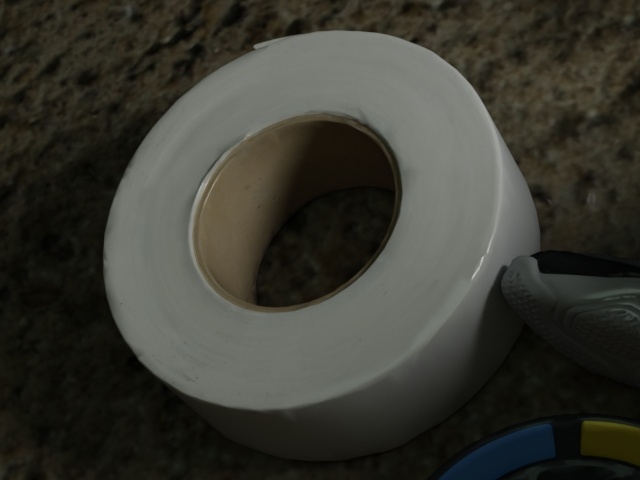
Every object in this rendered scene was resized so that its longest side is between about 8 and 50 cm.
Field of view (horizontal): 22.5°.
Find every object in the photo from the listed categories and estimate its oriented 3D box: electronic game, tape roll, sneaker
[{"bbox_3d":[0.145,0.195,0.913,0.229,0.048,0.229,-8,48,9],"label":"electronic game"},{"bbox_3d":[0.000,0.000,1.084,0.286,0.100,0.286,-11,59,19],"label":"tape roll"},{"bbox_3d":[0.252,0.018,0.965,0.269,0.101,0.153,14,66,27],"label":"sneaker"}]
